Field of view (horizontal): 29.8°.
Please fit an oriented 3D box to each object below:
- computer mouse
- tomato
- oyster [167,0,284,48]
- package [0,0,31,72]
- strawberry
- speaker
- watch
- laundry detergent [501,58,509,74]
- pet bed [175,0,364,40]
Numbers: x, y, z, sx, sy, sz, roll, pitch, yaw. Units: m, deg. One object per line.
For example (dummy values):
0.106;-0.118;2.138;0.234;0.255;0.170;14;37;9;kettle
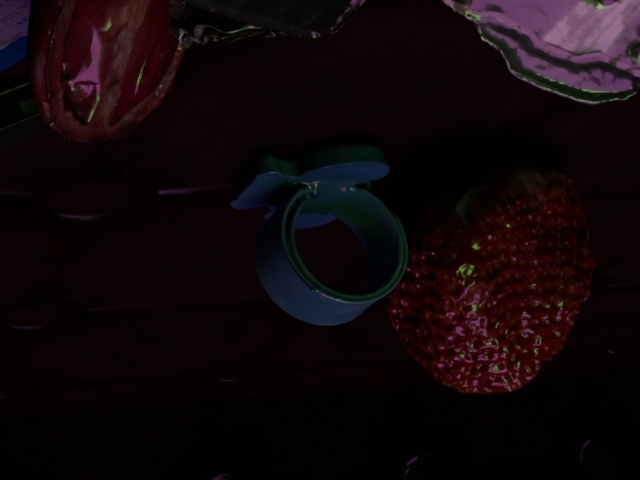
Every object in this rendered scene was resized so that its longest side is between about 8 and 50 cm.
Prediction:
0.180;-0.240;0.950;0.389;0.115;0.199;23;128;-24;computer mouse
-0.184;-0.170;0.941;0.099;0.173;0.189;28;-170;21;tomato
-0.056;-0.189;0.920;0.125;0.177;0.064;-6;119;-11;oyster
-0.284;-0.193;1.002;0.171;0.027;0.173;-23;158;29;package
0.211;0.023;1.556;0.267;0.312;0.351;26;165;26;strawberry
-0.347;-0.097;1.140;0.191;0.040;0.046;-25;167;-17;speaker
0.000;0.000;1.456;0.211;0.193;0.211;-10;161;-4;watch
0.289;-0.203;1.178;0.226;0.070;0.099;-13;168;9;laundry detergent
-0.048;-0.249;0.772;0.211;0.159;0.183;6;136;-45;pet bed
